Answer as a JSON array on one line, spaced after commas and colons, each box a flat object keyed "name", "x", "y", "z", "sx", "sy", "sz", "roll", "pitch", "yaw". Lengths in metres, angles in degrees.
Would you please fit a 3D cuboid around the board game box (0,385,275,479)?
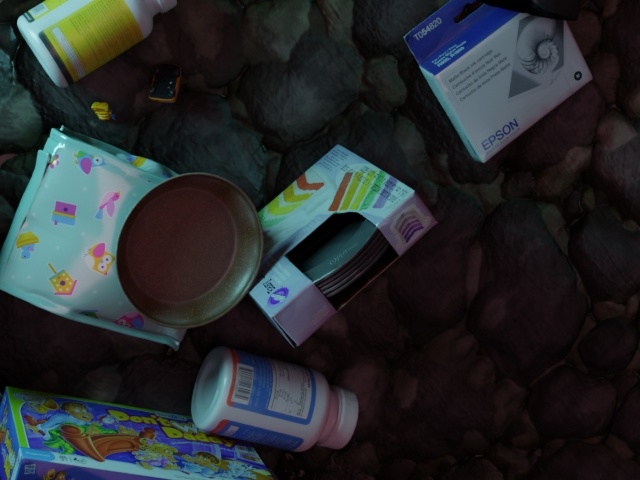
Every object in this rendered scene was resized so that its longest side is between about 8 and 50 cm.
[{"name": "board game box", "x": -0.248, "y": 0.300, "z": 1.501, "sx": 0.347, "sy": 0.233, "sz": 0.078, "roll": 14, "pitch": 99, "yaw": -24}]

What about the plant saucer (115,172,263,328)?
[{"name": "plant saucer", "x": -0.166, "y": 0.010, "z": 1.396, "sx": 0.198, "sy": 0.036, "sz": 0.199, "roll": -9, "pitch": 107, "yaw": -29}]

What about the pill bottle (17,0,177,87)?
[{"name": "pill bottle", "x": -0.276, "y": -0.279, "z": 1.403, "sx": 0.184, "sy": 0.103, "sz": 0.103, "roll": -34, "pitch": 113, "yaw": -9}]

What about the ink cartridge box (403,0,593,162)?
[{"name": "ink cartridge box", "x": 0.264, "y": -0.266, "z": 1.641, "sx": 0.223, "sy": 0.045, "sz": 0.224, "roll": -38, "pitch": 114, "yaw": -7}]

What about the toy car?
[{"name": "toy car", "x": -0.241, "y": -0.195, "z": 1.487, "sx": 0.122, "sy": 0.060, "sz": 0.040, "roll": -11, "pitch": 153, "yaw": -1}]

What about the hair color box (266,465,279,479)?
[{"name": "hair color box", "x": -0.197, "y": 0.439, "z": 1.585, "sx": 0.338, "sy": 0.185, "sz": 0.110, "roll": -13, "pitch": 108, "yaw": -17}]

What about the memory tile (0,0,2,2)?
[{"name": "memory tile", "x": -0.396, "y": -0.345, "z": 1.363, "sx": 0.148, "sy": 0.012, "sz": 0.113, "roll": -27, "pitch": 113, "yaw": -34}]

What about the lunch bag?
[{"name": "lunch bag", "x": -0.271, "y": -0.005, "z": 1.452, "sx": 0.262, "sy": 0.160, "sz": 0.223, "roll": 22, "pitch": 97, "yaw": -30}]

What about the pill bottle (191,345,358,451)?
[{"name": "pill bottle", "x": -0.063, "y": 0.235, "z": 1.613, "sx": 0.221, "sy": 0.124, "sz": 0.124, "roll": 18, "pitch": 97, "yaw": -24}]

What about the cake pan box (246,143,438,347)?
[{"name": "cake pan box", "x": 0.000, "y": 0.000, "z": 1.495, "sx": 0.245, "sy": 0.267, "sz": 0.070, "roll": -42, "pitch": 119, "yaw": -3}]

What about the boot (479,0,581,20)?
[{"name": "boot", "x": 0.381, "y": -0.518, "z": 1.540, "sx": 0.366, "sy": 0.146, "sz": 0.445, "roll": 11, "pitch": 92, "yaw": -10}]
